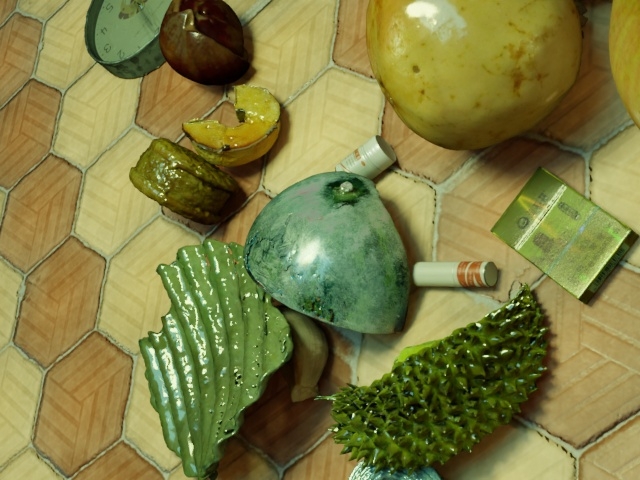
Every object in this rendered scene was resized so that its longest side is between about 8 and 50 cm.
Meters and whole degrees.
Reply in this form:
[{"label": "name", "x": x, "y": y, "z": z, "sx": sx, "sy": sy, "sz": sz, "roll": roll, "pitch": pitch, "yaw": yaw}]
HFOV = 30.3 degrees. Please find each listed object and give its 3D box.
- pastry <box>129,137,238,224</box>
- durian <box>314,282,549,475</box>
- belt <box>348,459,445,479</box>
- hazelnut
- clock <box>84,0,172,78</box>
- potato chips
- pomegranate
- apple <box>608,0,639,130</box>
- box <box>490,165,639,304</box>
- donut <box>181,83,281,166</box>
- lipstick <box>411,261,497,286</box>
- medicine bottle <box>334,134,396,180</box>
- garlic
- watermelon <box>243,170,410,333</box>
[{"label": "pastry", "x": -0.244, "y": -0.105, "z": 2.118, "sx": 0.188, "sy": 0.188, "sz": 0.103, "roll": 36, "pitch": 98, "yaw": 44}, {"label": "durian", "x": 0.166, "y": 0.206, "z": 1.649, "sx": 0.355, "sy": 0.157, "sz": 0.169, "roll": -29, "pitch": 10, "yaw": 8}, {"label": "belt", "x": 0.117, "y": 0.373, "z": 1.653, "sx": 0.147, "sy": 0.082, "sz": 0.163, "roll": -33, "pitch": 46, "yaw": 10}, {"label": "hazelnut", "x": -0.214, "y": -0.380, "z": 2.235, "sx": 0.201, "sy": 0.170, "sz": 0.161, "roll": 34, "pitch": 120, "yaw": 36}, {"label": "clock", "x": -0.378, "y": -0.492, "z": 2.495, "sx": 0.312, "sy": 0.061, "sz": 0.313, "roll": -19, "pitch": 58, "yaw": 33}, {"label": "potato chips", "x": -0.188, "y": 0.204, "z": 1.916, "sx": 0.373, "sy": 0.097, "sz": 0.389, "roll": -64, "pitch": 36, "yaw": 22}, {"label": "pomegranate", "x": 0.237, "y": -0.298, "z": 1.730, "sx": 0.342, "sy": 0.342, "sz": 0.343, "roll": -18, "pitch": 59, "yaw": 33}, {"label": "apple", "x": 0.483, "y": -0.245, "z": 1.482, "sx": 0.252, "sy": 0.309, "sz": 0.314, "roll": -25, "pitch": 53, "yaw": 30}, {"label": "box", "x": 0.344, "y": -0.011, "z": 1.680, "sx": 0.121, "sy": 0.030, "sz": 0.193, "roll": -53, "pitch": 47, "yaw": 6}, {"label": "donut", "x": -0.147, "y": -0.196, "z": 2.117, "sx": 0.146, "sy": 0.078, "sz": 0.181, "roll": 34, "pitch": 59, "yaw": 30}, {"label": "lipstick", "x": 0.200, "y": 0.050, "z": 1.765, "sx": 0.130, "sy": 0.038, "sz": 0.038, "roll": -1, "pitch": 69, "yaw": 40}, {"label": "medicine bottle", "x": 0.074, "y": -0.127, "z": 1.943, "sx": 0.089, "sy": 0.057, "sz": 0.057, "roll": -36, "pitch": 51, "yaw": 22}, {"label": "garlic", "x": -0.069, "y": 0.167, "z": 1.908, "sx": 0.198, "sy": 0.090, "sz": 0.129, "roll": 27, "pitch": 100, "yaw": 40}, {"label": "watermelon", "x": 0.002, "y": -0.006, "z": 1.831, "sx": 0.322, "sy": 0.188, "sz": 0.175, "roll": 41, "pitch": 124, "yaw": 41}]
